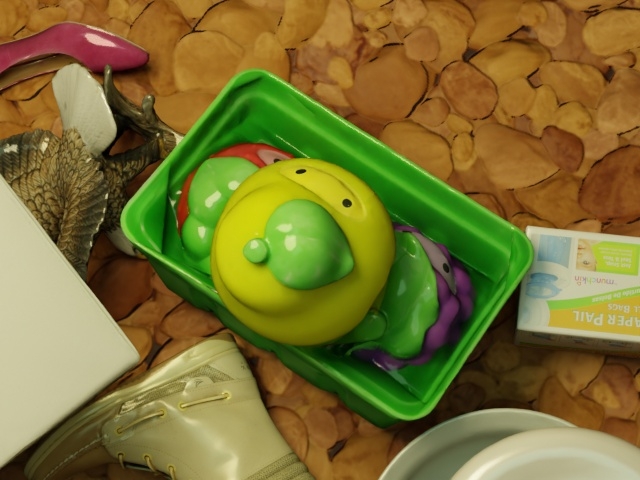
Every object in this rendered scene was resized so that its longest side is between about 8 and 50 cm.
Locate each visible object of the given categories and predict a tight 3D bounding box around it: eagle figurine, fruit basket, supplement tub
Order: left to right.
[{"bbox_3d":[-0.262,-0.021,1.869,0.225,0.226,0.298,41,78,-9],"label":"eagle figurine"},{"bbox_3d":[0.000,0.000,1.732,0.392,0.392,0.283,33,65,10],"label":"fruit basket"},{"bbox_3d":[0.206,0.298,1.549,0.241,0.331,0.241,-1,77,4],"label":"supplement tub"}]

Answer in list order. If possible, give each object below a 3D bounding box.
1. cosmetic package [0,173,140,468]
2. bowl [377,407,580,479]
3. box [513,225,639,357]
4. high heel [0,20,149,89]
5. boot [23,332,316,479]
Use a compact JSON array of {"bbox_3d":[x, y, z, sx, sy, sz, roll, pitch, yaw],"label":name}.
[{"bbox_3d":[-0.454,0.130,1.664,0.393,0.329,0.327,-39,92,-30],"label":"cosmetic package"},{"bbox_3d":[0.185,0.324,1.783,0.298,0.134,0.298,-1,77,4],"label":"bowl"},{"bbox_3d":[0.308,0.059,1.848,0.203,0.103,0.114,5,78,5],"label":"box"},{"bbox_3d":[-0.313,-0.182,1.957,0.244,0.082,0.117,10,77,8],"label":"high heel"},{"bbox_3d":[-0.157,0.243,1.848,0.262,0.095,0.203,-30,78,-8],"label":"boot"}]
